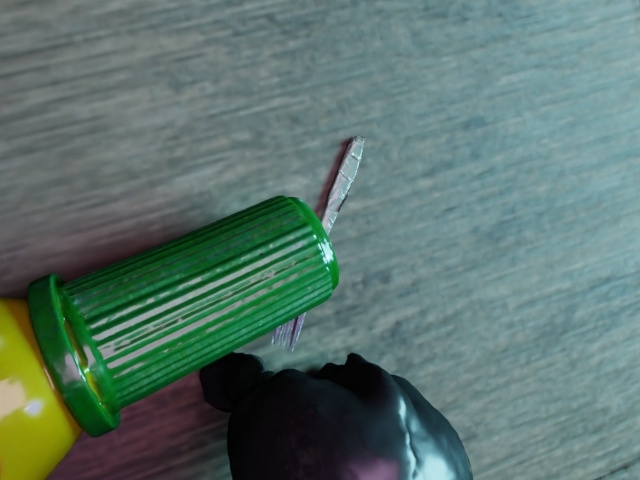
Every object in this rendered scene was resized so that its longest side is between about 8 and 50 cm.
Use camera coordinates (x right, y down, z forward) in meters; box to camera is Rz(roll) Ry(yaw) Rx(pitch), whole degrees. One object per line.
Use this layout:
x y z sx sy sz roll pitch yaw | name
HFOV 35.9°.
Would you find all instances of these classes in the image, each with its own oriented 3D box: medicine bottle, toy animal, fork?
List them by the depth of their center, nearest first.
-0.134 0.062 0.418 0.309 0.076 0.111 -26 105 -18 | medicine bottle
0.004 0.219 0.432 0.106 0.168 0.343 3 79 -23 | toy animal
0.000 0.000 0.499 0.016 0.012 0.115 23 82 -26 | fork
